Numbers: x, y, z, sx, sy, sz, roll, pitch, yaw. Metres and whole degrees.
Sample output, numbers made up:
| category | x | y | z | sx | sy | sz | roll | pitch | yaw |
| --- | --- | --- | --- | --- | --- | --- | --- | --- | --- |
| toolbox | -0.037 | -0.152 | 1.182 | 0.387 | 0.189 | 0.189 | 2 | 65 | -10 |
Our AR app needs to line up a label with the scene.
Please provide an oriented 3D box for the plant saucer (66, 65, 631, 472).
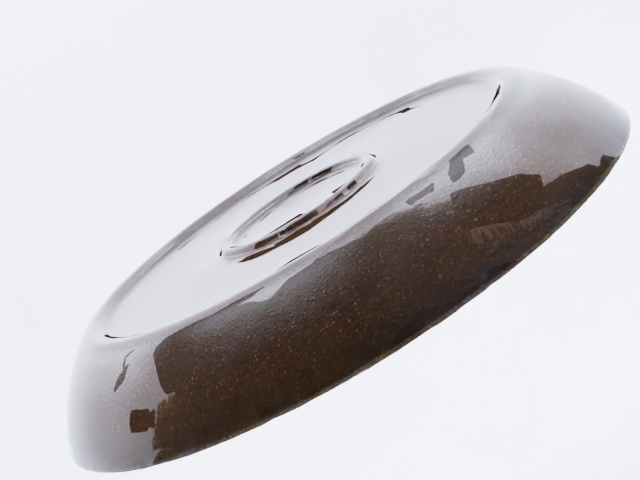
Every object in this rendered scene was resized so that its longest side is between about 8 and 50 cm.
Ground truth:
| category | x | y | z | sx | sy | sz | roll | pitch | yaw |
| --- | --- | --- | --- | --- | --- | --- | --- | --- | --- |
| plant saucer | 0.000 | 0.000 | 0.908 | 0.310 | 0.310 | 0.050 | -35 | -78 | -8 |
